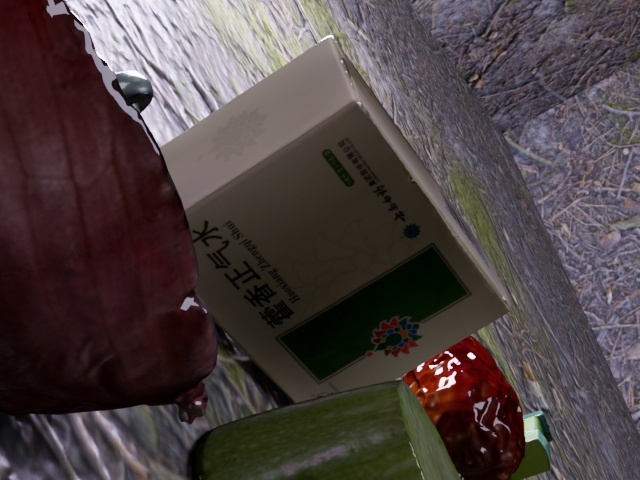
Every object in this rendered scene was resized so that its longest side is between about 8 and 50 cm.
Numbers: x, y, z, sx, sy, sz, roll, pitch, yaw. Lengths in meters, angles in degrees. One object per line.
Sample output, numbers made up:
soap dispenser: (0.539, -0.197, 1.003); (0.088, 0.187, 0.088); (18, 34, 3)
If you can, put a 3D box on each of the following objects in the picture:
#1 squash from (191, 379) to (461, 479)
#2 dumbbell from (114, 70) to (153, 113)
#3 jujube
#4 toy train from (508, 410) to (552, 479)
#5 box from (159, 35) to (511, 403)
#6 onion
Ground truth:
squash: (0.018, 0.161, 0.680); (0.170, 0.123, 0.170); (60, 10, -18)
dumbbell: (-0.157, -0.119, 0.665); (0.254, 0.082, 0.081); (63, 15, 3)
jujube: (0.125, 0.148, 1.048); (0.176, 0.109, 0.112); (-86, 178, -68)
toy train: (0.195, 0.211, 1.214); (0.050, 0.081, 0.122); (66, 15, -6)
box: (0.000, 0.000, 0.792); (0.212, 0.168, 0.095); (50, 15, -35)
onion: (-0.128, -0.004, 0.448); (0.227, 0.120, 0.283); (36, -23, 50)
